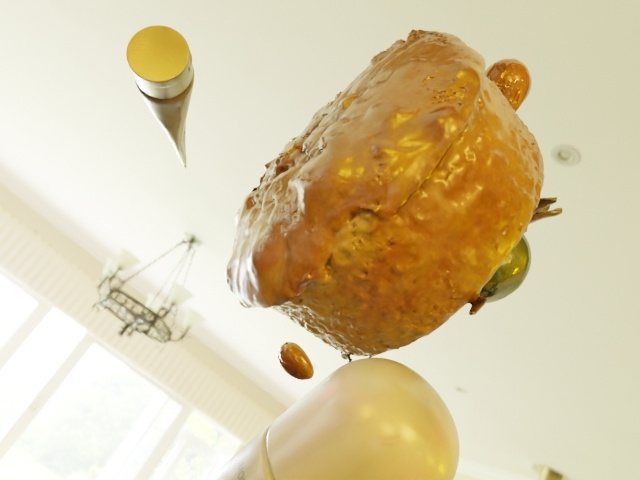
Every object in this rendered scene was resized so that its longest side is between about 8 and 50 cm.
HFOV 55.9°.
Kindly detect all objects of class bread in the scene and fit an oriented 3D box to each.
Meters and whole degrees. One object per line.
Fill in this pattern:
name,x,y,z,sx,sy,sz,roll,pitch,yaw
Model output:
bread,0.063,-0.064,0.708,0.215,0.398,0.398,41,-26,-16

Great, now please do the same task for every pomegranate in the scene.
pomegranate,0.242,-0.006,0.848,0.131,0.191,0.152,39,14,-36

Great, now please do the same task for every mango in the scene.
mango,0.307,-0.250,1.072,0.084,0.159,0.105,37,-14,-16
mango,-0.062,0.311,1.552,0.114,0.060,0.080,53,-41,14

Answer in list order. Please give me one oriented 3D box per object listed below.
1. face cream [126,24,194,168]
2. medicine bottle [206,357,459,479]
face cream,-0.190,-0.180,0.771,0.070,0.114,0.224,0,-12,-6
medicine bottle,-0.034,0.230,0.498,0.130,0.341,0.130,42,15,-14
